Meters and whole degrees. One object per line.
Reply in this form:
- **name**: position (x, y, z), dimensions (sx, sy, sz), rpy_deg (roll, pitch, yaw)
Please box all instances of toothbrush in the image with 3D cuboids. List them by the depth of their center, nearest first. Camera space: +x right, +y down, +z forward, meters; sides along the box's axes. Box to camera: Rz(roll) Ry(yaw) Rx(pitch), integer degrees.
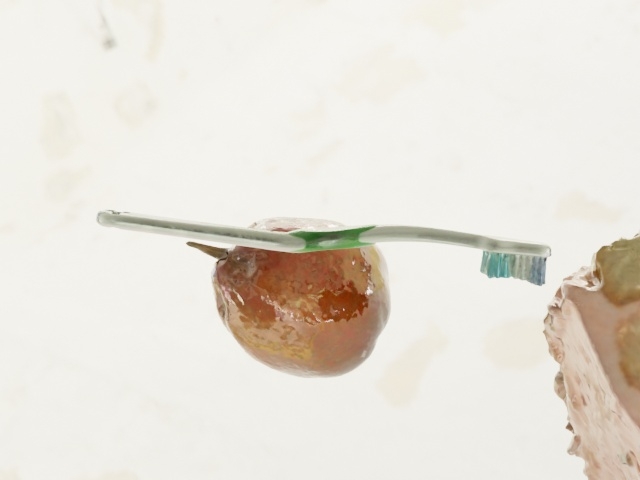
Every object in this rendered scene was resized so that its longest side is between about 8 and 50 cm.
- **toothbrush**: position (0.000, -0.005, 1.627), dimensions (0.418, 0.040, 0.042), rpy_deg (7, -172, 6)

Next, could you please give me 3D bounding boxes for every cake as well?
- **cake**: position (0.405, 0.151, 1.893), dimensions (0.293, 0.314, 0.306), rpy_deg (-23, -113, -7)

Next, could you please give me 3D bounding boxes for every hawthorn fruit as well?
- **hawthorn fruit**: position (-0.045, 0.060, 2.223), dimensions (0.210, 0.262, 0.210), rpy_deg (-44, -146, 42)
